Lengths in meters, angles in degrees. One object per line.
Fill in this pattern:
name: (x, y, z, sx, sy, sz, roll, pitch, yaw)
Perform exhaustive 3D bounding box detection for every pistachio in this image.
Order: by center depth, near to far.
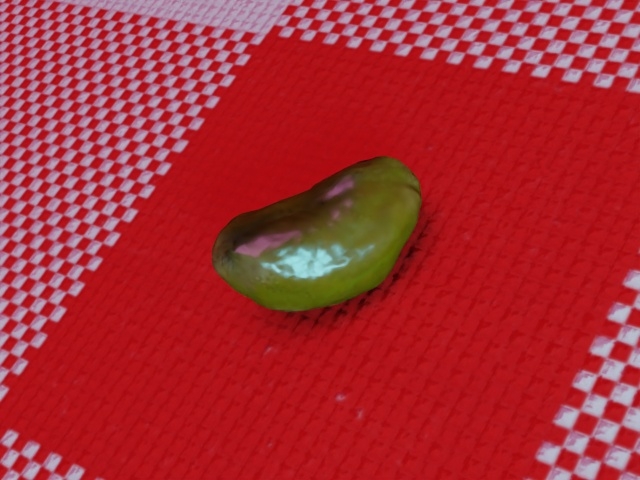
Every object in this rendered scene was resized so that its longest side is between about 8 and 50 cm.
pistachio: (0.003, 0.002, 0.930, 0.189, 0.100, 0.110, -26, 70, -11)
